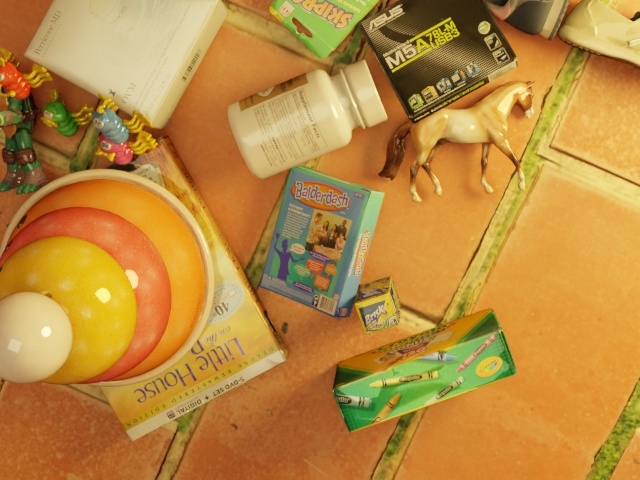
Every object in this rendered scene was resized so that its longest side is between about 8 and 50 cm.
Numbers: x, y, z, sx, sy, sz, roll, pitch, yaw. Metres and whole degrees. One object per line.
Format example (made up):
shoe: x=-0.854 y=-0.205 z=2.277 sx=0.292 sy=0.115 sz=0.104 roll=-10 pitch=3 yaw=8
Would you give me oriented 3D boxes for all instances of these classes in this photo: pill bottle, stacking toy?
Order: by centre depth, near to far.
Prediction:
stacking toy: x=-0.356 y=0.086 z=1.607 sx=0.351 sy=0.480 sz=0.350 roll=1 pitch=97 yaw=4
pill bottle: x=-0.018 y=-0.195 z=1.782 sx=0.229 sy=0.131 sz=0.131 roll=-21 pitch=96 yaw=6

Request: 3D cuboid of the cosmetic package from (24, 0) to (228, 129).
cosmetic package: x=-0.300 y=-0.325 z=1.770 sx=0.225 sy=0.138 sz=0.224 roll=29 pitch=93 yaw=1

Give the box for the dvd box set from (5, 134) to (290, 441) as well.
dvd box set: x=-0.284 y=0.082 z=1.874 sx=0.308 sy=0.062 sz=0.420 roll=-28 pitch=95 yaw=8

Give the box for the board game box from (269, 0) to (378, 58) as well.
board game box: x=0.047 y=-0.421 z=1.795 sx=0.124 sy=0.039 sz=0.259 roll=43 pitch=96 yaw=-2

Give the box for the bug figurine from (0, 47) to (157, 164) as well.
bug figurine: x=-0.375 y=-0.191 z=1.735 sx=0.279 sy=0.216 sz=0.072 roll=25 pitch=79 yaw=20

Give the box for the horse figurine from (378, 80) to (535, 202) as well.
horse figurine: x=0.219 y=-0.156 z=1.805 sx=0.263 sy=0.066 sz=0.174 roll=-6 pitch=98 yaw=4

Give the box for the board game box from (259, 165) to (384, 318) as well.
board game box: x=0.000 y=0.000 z=1.816 sx=0.160 sy=0.047 sz=0.210 roll=21 pitch=101 yaw=31

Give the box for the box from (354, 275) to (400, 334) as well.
box: x=0.092 y=0.101 z=1.797 sx=0.059 sy=0.169 sz=0.054 roll=-18 pitch=96 yaw=7

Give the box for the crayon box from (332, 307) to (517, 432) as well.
crayon box: x=0.164 y=0.204 z=1.810 sx=0.278 sy=0.165 sz=0.081 roll=-21 pitch=96 yaw=6

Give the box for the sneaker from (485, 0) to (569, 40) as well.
sneaker: x=0.332 y=-0.448 z=1.677 sx=0.131 sy=0.112 sz=0.319 roll=20 pitch=131 yaw=9

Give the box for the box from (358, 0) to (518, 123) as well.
box: x=0.183 y=-0.306 z=1.769 sx=0.191 sy=0.045 sz=0.184 roll=-28 pitch=77 yaw=8

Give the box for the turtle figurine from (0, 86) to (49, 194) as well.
turtle figurine: x=-0.505 y=-0.195 z=1.811 sx=0.118 sy=0.175 sz=0.234 roll=-19 pitch=107 yaw=-19

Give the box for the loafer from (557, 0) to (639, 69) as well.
loafer: x=0.504 y=-0.307 z=1.747 sx=0.269 sy=0.102 sz=0.092 roll=19 pitch=105 yaw=2
